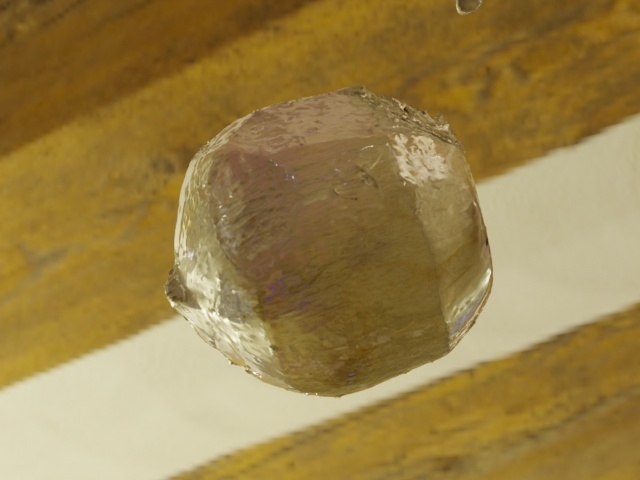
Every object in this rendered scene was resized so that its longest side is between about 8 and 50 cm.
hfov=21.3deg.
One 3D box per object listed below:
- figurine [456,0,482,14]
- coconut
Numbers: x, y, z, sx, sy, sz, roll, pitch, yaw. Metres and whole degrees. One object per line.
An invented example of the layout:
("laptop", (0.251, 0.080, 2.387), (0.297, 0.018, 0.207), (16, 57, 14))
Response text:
("figurine", (0.083, -0.221, 1.040), (0.127, 0.235, 0.155), (14, -61, -19))
("coconut", (0.000, 0.002, 1.000), (0.194, 0.194, 0.194), (-2, -43, -2))
